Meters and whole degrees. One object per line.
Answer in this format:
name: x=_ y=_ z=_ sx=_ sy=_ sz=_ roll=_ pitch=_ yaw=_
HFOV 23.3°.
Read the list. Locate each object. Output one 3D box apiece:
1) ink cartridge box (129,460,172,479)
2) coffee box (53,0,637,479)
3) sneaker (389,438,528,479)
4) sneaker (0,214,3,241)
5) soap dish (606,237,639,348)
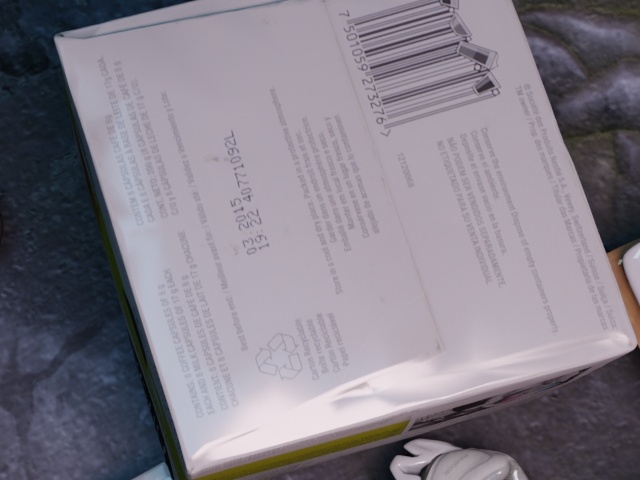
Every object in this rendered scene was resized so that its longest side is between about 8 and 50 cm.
ink cartridge box: x=-0.133 y=0.312 z=1.370 sx=0.109 sy=0.062 sz=0.209 roll=-28 pitch=81 yaw=-3
coffee box: x=0.000 y=0.000 z=1.257 sx=0.338 sy=0.334 sz=0.338 roll=-16 pitch=79 yaw=-10
sneaker: x=0.094 y=0.301 z=1.289 sx=0.118 sy=0.110 sz=0.292 roll=-6 pitch=57 yaw=40
sneaker: x=-0.448 y=-0.036 z=1.406 sx=0.313 sy=0.136 sz=0.116 roll=16 pitch=83 yaw=5
soap dish: x=0.401 y=0.100 z=1.316 sx=0.229 sy=0.118 sz=0.291 roll=-25 pitch=69 yaw=8
